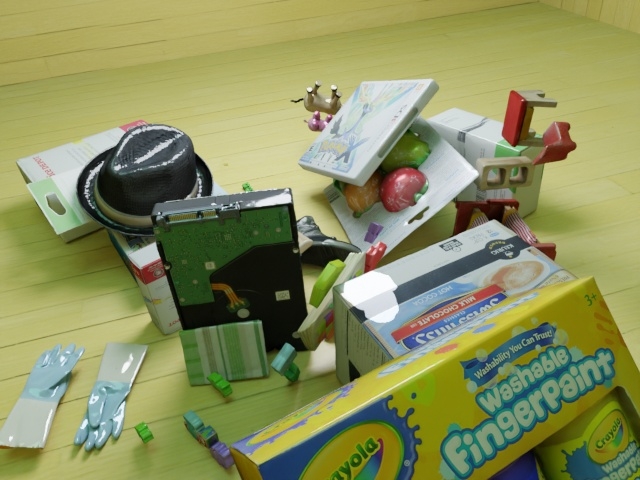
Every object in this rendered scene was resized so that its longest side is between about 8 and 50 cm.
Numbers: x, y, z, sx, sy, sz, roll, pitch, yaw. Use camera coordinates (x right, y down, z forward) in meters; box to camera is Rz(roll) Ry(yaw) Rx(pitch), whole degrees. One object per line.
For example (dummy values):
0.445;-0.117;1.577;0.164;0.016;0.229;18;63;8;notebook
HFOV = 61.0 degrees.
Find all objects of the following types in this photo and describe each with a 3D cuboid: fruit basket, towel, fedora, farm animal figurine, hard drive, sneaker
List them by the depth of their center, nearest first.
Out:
-0.147;0.074;0.979;0.237;0.339;0.064;-8;35;-2;hard drive
-0.175;0.206;1.001;0.152;0.113;0.023;-7;12;0;towel
0.000;0.000;1.280;0.228;0.087;0.130;5;43;23;sneaker
-0.407;-0.171;1.285;0.334;0.152;0.334;11;49;-13;fedora
0.181;-0.133;1.328;0.327;0.165;0.353;-42;43;13;fruit basket
0.117;-0.335;1.630;0.327;0.172;0.330;-23;77;-13;farm animal figurine

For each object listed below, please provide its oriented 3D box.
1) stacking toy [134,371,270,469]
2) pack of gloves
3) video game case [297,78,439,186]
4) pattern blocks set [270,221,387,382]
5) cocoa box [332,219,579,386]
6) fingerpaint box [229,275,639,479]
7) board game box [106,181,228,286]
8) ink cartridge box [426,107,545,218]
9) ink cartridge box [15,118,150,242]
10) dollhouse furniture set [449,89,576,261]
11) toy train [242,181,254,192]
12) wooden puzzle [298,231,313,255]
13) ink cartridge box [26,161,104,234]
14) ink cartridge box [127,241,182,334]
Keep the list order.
-0.182;0.325;0.886;0.167;0.052;0.221;-29;40;-32;stacking toy
-0.440;0.286;0.993;0.195;0.046;0.232;6;38;-4;pack of gloves
0.105;-0.282;1.366;0.300;0.036;0.329;-52;28;-5;video game case
0.027;0.111;0.972;0.026;0.285;0.325;30;81;17;pattern blocks set
0.224;0.161;0.899;0.347;0.231;0.228;-20;39;-20;cocoa box
0.183;0.297;0.597;0.445;0.371;0.163;-21;-6;-22;fingerpaint box
-0.346;-0.020;1.354;0.302;0.086;0.308;-23;39;-24;board game box
0.411;-0.197;1.394;0.121;0.211;0.289;-28;41;-27;ink cartridge box
-0.613;-0.184;1.554;0.385;0.160;0.279;-27;42;-29;ink cartridge box
0.393;-0.099;1.127;0.152;0.374;0.201;-5;34;-7;dollhouse furniture set
-0.206;-0.144;1.570;0.024;0.017;0.083;-25;39;-11;toy train
-0.138;0.049;1.180;0.221;0.044;0.239;-39;25;-10;wooden puzzle
-0.557;-0.107;1.325;0.235;0.056;0.171;-29;68;-29;ink cartridge box
-0.304;0.087;1.123;0.127;0.175;0.072;-29;39;-30;ink cartridge box
